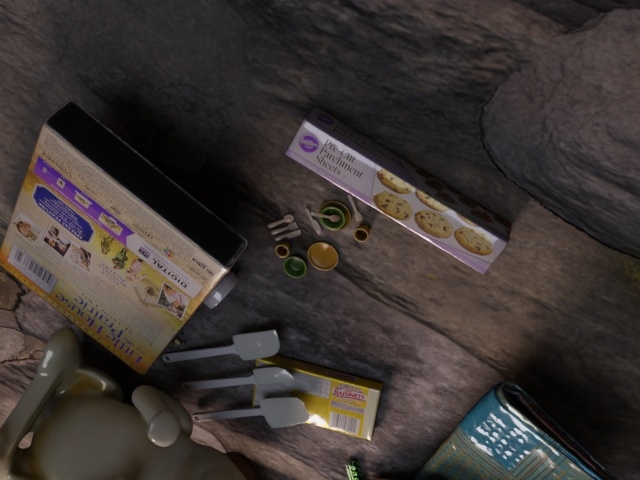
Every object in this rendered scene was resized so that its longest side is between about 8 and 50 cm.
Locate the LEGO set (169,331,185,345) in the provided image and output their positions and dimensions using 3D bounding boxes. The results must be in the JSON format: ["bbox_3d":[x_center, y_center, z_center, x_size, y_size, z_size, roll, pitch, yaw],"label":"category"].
[{"bbox_3d":[-0.246,0.140,1.552,0.054,0.023,0.083,-23,107,26],"label":"LEGO set"}]

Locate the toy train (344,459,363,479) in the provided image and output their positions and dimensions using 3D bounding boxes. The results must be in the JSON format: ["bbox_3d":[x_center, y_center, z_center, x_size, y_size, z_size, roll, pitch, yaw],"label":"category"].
[{"bbox_3d":[0.058,0.403,1.599,0.024,0.017,0.083,-1,117,29],"label":"toy train"}]

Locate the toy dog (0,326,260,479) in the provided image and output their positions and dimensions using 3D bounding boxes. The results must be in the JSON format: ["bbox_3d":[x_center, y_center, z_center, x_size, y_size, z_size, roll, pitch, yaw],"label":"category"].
[{"bbox_3d":[-0.304,0.399,1.544,0.408,0.284,0.395,23,142,12],"label":"toy dog"}]

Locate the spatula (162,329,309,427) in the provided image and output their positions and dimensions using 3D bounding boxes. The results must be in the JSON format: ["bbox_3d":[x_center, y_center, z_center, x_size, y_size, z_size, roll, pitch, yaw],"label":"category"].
[{"bbox_3d":[-0.142,0.234,1.549,0.242,0.019,0.168,-12,110,31],"label":"spatula"}]

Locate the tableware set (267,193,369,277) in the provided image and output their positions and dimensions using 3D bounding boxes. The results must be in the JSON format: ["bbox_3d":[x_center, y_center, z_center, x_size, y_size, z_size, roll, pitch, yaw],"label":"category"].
[{"bbox_3d":[0.000,0.000,1.403,0.154,0.024,0.104,-18,110,24],"label":"tableware set"}]

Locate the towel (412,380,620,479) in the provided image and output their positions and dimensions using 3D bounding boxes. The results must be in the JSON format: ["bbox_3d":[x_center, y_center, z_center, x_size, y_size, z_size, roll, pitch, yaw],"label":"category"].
[{"bbox_3d":[0.294,0.371,1.391,0.271,0.040,0.370,41,146,13],"label":"towel"}]

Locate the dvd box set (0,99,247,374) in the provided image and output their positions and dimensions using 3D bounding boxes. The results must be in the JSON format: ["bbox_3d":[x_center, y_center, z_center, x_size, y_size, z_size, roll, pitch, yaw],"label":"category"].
[{"bbox_3d":[-0.307,0.019,1.395,0.308,0.062,0.420,39,143,-2],"label":"dvd box set"}]

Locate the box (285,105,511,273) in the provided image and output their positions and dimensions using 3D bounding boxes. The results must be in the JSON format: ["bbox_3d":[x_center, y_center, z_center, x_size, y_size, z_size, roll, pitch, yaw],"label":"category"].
[{"bbox_3d":[0.109,-0.069,1.310,0.324,0.063,0.067,32,120,-1],"label":"box"}]

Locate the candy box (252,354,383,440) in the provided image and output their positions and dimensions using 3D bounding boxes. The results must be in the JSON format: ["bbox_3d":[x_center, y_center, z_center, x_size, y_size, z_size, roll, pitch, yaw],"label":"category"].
[{"bbox_3d":[-0.008,0.250,1.533,0.206,0.027,0.105,14,118,11],"label":"candy box"}]

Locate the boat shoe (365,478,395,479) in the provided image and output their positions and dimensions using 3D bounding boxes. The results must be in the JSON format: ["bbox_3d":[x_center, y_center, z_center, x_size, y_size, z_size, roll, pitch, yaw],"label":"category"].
[{"bbox_3d":[0.167,0.432,1.452,0.341,0.122,0.110,-12,115,54],"label":"boat shoe"}]

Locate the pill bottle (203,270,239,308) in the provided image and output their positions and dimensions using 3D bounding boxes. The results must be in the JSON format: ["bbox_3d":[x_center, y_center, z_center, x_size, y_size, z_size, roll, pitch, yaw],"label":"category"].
[{"bbox_3d":[-0.201,0.030,1.445,0.152,0.086,0.086,44,120,-8],"label":"pill bottle"}]
